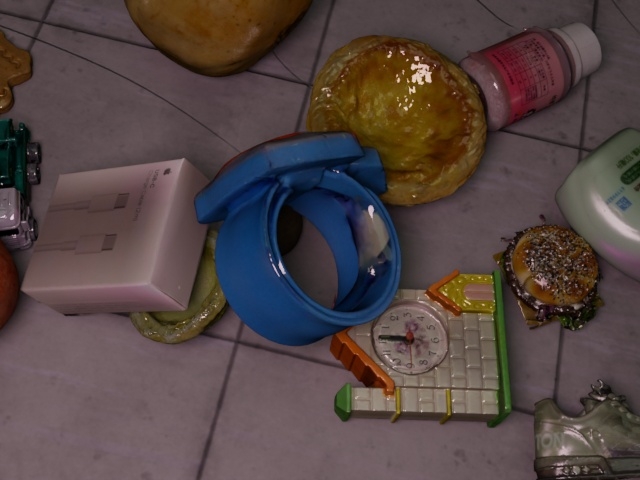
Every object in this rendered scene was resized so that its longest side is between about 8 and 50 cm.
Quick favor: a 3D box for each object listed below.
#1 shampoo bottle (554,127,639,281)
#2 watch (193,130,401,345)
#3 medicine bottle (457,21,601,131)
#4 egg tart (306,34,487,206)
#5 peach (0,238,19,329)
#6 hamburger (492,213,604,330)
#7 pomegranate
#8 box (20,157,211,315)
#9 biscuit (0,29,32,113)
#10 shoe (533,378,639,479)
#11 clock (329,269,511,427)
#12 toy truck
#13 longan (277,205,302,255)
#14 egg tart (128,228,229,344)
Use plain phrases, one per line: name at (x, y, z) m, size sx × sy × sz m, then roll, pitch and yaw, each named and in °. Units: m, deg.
shampoo bottle at (0.560, -0.009, 1.367) m, size 0.222 × 0.151 × 0.349 m, roll -33°, pitch 72°, yaw -25°
watch at (0.000, 0.000, 1.202) m, size 0.305 × 0.241 × 0.274 m, roll -8°, pitch 75°, yaw -39°
medicine bottle at (0.365, -0.295, 1.488) m, size 0.247 × 0.147 × 0.147 m, roll -25°, pitch 69°, yaw -16°
egg tart at (0.122, -0.192, 1.417) m, size 0.319 × 0.128 × 0.319 m, roll 1°, pitch 71°, yaw -4°
peach at (-0.547, 0.050, 1.185) m, size 0.232 × 0.232 × 0.232 m, roll 2°, pitch 65°, yaw -4°
hamburger at (0.375, 0.052, 1.352) m, size 0.164 × 0.093 × 0.189 m, roll -27°, pitch 72°, yaw -17°
pomegranate at (-0.172, -0.446, 1.421) m, size 0.332 × 0.332 × 0.332 m, roll 2°, pitch 65°, yaw -4°
box at (-0.296, -0.001, 1.254) m, size 0.251 × 0.106 × 0.203 m, roll -3°, pitch 61°, yaw 27°
biscuit at (-0.616, -0.266, 1.445) m, size 0.184 × 0.035 × 0.249 m, roll 40°, pitch 68°, yaw 13°
shoe at (0.450, 0.275, 1.242) m, size 0.293 × 0.109 × 0.149 m, roll -5°, pitch 71°, yaw -3°
clock at (0.144, 0.161, 1.273) m, size 0.255 × 0.106 × 0.220 m, roll 2°, pitch 65°, yaw -4°
toy truck at (-0.506, -0.097, 1.329) m, size 0.110 × 0.116 × 0.216 m, roll -5°, pitch 65°, yaw -8°
longan at (-0.084, -0.018, 1.348) m, size 0.106 × 0.106 × 0.119 m, roll 17°, pitch 105°, yaw 3°
egg tart at (-0.207, 0.073, 1.282) m, size 0.197 × 0.078 × 0.197 m, roll -10°, pitch 56°, yaw 15°
